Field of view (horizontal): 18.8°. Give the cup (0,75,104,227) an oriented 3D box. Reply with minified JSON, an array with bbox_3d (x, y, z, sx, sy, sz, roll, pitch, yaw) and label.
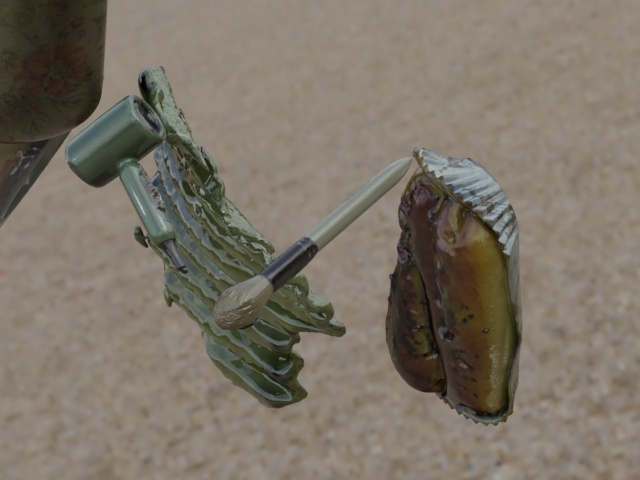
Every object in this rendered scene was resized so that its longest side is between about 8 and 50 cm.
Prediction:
[{"bbox_3d":[-0.384,-0.187,2.119,0.301,0.257,0.227,-49,10,36],"label":"cup"}]

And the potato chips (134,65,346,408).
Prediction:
[{"bbox_3d":[-0.118,-0.005,2.249,0.097,0.389,0.373,-26,-20,-21],"label":"potato chips"}]

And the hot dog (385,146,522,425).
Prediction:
[{"bbox_3d":[0.113,0.044,1.646,0.082,0.270,0.162,-22,43,-22],"label":"hot dog"}]

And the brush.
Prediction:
[{"bbox_3d":[0.000,0.000,1.966,0.042,0.039,0.299,29,53,32],"label":"brush"}]

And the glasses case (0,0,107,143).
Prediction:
[{"bbox_3d":[-0.282,-0.257,1.852,0.156,0.425,0.098,-8,50,-16],"label":"glasses case"}]

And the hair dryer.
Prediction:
[{"bbox_3d":[-0.136,-0.034,1.488,0.071,0.150,0.047,-37,-22,19],"label":"hair dryer"}]
